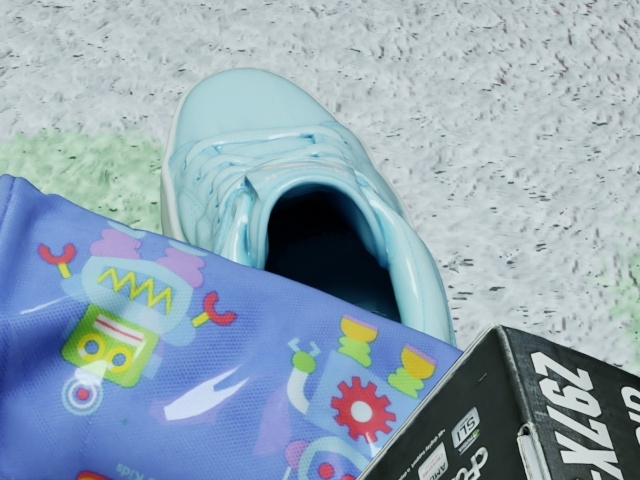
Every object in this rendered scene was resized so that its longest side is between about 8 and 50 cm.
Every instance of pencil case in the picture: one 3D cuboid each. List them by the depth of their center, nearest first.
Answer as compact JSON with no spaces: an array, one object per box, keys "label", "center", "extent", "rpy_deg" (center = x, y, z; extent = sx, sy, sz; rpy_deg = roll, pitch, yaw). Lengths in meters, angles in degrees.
[{"label":"pencil case","center":[-0.012,0.086,0.729],"extent":[0.306,0.119,0.133],"rpy_deg":[22,48,-3]}]

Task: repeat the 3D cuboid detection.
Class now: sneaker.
[{"label":"sneaker","center":[0.000,0.000,0.945],"extent":[0.135,0.150,0.366],"rpy_deg":[-9,43,-13]}]

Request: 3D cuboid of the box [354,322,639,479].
[{"label":"box","center":[0.014,0.222,0.570],"extent":[0.079,0.322,0.257],"rpy_deg":[22,31,-26]}]
